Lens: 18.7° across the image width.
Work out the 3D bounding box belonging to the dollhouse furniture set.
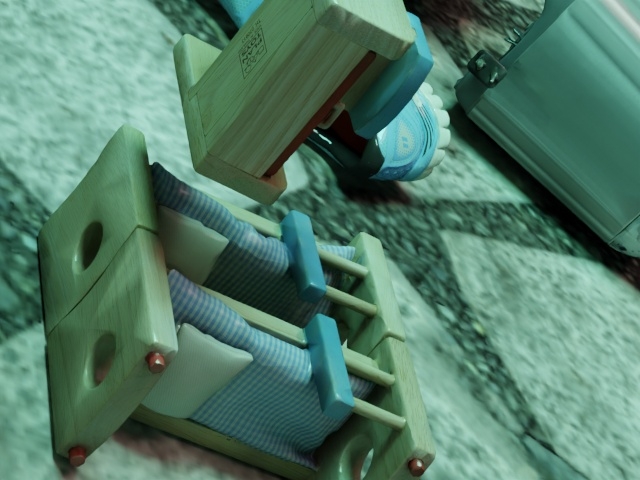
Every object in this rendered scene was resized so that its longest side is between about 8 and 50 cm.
[{"bbox_3d":[0.000,0.000,0.714,0.129,0.184,0.129,24,32,-29],"label":"dollhouse furniture set"}]

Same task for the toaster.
[{"bbox_3d":[0.179,-0.087,1.123,0.146,0.129,0.227,45,27,3],"label":"toaster"}]

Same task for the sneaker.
[{"bbox_3d":[-0.004,-0.095,0.977,0.162,0.063,0.073,48,32,14],"label":"sneaker"}]
